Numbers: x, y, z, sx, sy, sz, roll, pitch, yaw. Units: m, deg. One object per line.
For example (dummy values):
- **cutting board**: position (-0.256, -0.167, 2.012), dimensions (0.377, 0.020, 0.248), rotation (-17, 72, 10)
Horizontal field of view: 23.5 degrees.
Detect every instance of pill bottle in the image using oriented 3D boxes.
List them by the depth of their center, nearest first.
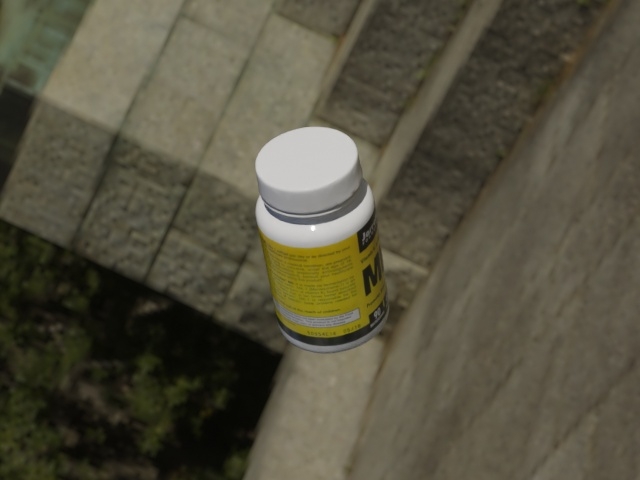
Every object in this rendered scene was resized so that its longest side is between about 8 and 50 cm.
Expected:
- **pill bottle**: position (0.000, 0.000, 1.512), dimensions (0.119, 0.119, 0.208), rotation (-70, -23, -45)
